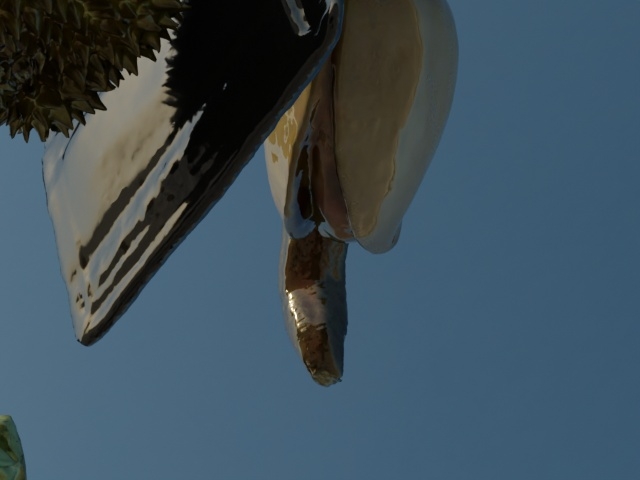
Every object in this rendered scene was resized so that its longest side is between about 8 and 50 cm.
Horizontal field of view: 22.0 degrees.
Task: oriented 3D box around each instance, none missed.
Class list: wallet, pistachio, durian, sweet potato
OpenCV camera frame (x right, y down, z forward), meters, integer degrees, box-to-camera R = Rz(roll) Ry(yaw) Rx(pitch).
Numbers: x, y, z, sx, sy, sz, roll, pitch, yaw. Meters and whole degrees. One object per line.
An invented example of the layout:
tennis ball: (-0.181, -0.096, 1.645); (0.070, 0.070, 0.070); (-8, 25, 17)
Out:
wallet: (-0.079, -0.130, 0.874); (0.247, 0.041, 0.323); (-47, -141, 27)
pistachio: (0.022, -0.097, 1.105); (0.144, 0.144, 0.215); (10, -74, 22)
durian: (-0.120, -0.108, 0.760); (0.102, 0.208, 0.146); (25, -33, 2)
sweet potato: (-0.001, 0.004, 1.259); (0.062, 0.081, 0.233); (6, -110, -6)

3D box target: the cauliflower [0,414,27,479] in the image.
cauliflower: (-0.309, 0.211, 1.207); (0.275, 0.250, 0.272); (-19, -89, 44)
